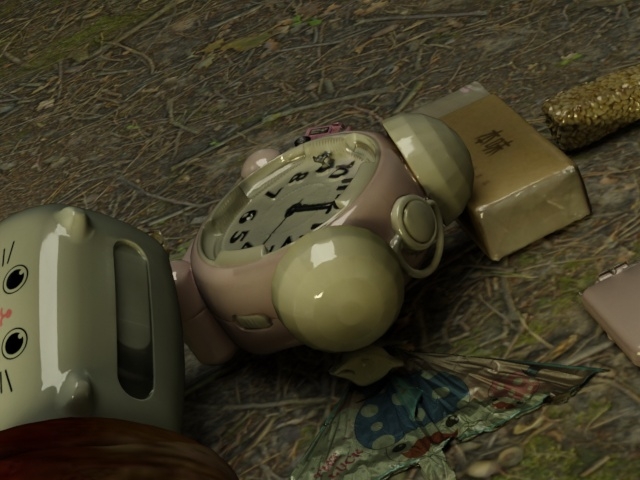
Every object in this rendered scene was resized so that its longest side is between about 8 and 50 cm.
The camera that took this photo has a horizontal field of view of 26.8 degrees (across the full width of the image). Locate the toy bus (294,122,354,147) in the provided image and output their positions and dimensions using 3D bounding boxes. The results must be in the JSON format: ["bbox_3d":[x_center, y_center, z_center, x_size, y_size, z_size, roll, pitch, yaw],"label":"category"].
[{"bbox_3d":[-0.004,-0.089,1.904,0.090,0.063,0.203,-7,36,22],"label":"toy bus"}]

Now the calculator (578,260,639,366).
[{"bbox_3d":[0.344,0.073,1.414,0.100,0.032,0.175,-26,30,-2],"label":"calculator"}]

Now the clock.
[{"bbox_3d":[0.000,0.000,1.590,0.326,0.184,0.342,-14,36,44],"label":"clock"}]

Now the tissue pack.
[{"bbox_3d":[-0.268,0.126,1.459,0.236,0.229,0.333,-38,47,39],"label":"tissue pack"}]

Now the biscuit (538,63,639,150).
[{"bbox_3d":[0.375,-0.176,1.755,0.168,0.070,0.082,-24,33,-3],"label":"biscuit"}]

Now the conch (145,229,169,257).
[{"bbox_3d":[-0.315,0.105,1.730,0.291,0.159,0.210,-22,-7,-7],"label":"conch"}]

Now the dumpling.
[{"bbox_3d":[0.049,0.136,1.501,0.077,0.043,0.059,-29,9,6],"label":"dumpling"}]

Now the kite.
[{"bbox_3d":[0.105,0.200,1.406,0.406,0.014,0.368,-26,29,-1],"label":"kite"}]

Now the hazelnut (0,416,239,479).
[{"bbox_3d":[-0.221,0.305,1.174,0.372,0.315,0.372,-21,22,9],"label":"hazelnut"}]

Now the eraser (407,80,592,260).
[{"bbox_3d":[0.213,-0.101,1.745,0.144,0.078,0.343,-26,29,-4],"label":"eraser"}]
